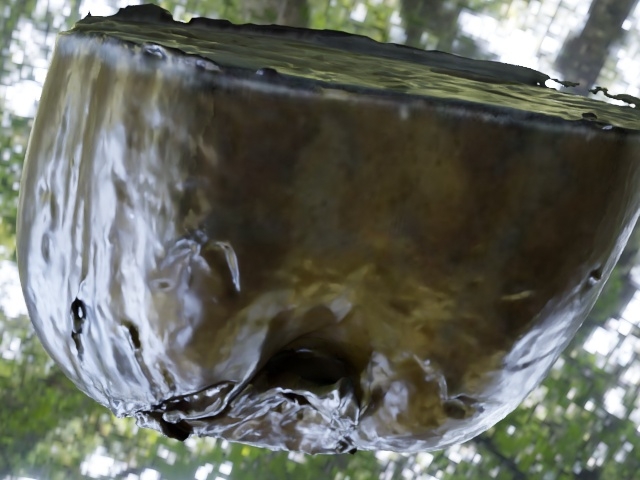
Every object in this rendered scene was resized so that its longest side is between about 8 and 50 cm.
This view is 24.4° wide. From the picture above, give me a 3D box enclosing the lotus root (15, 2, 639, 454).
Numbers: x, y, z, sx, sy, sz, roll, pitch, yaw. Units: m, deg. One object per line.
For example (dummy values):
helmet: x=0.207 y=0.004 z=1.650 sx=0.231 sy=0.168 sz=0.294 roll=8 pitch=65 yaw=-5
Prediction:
lotus root: x=0.000 y=0.000 z=0.623 sx=0.272 sy=0.192 sz=0.272 roll=14 pitch=-174 yaw=-1
